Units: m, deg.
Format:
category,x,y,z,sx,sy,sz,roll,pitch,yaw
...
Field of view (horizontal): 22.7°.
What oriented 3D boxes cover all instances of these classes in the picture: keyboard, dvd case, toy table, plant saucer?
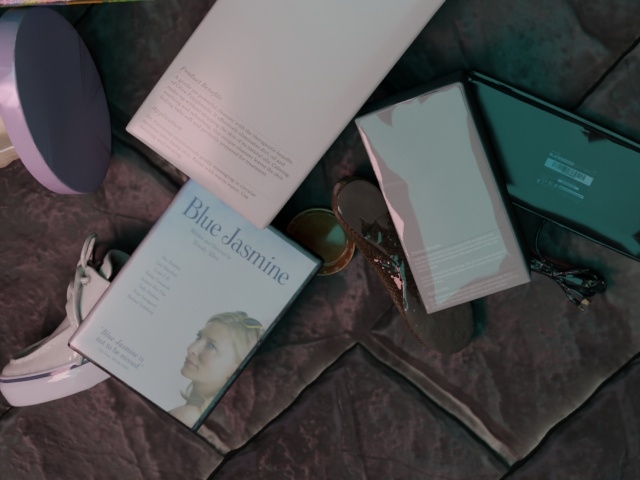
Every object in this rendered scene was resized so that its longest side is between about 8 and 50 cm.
category,x,y,z,sx,sy,sz,roll,pitch,yaw
keyboard,0.262,-0.046,1.795,0.317,0.033,0.201,25,107,1
dvd case,-0.140,0.070,1.795,0.180,0.022,0.253,36,98,-7
toy table,-0.351,-0.151,1.756,0.161,0.252,0.274,-1,144,15
plant saucer,0.000,0.000,1.863,0.084,0.013,0.083,3,111,9

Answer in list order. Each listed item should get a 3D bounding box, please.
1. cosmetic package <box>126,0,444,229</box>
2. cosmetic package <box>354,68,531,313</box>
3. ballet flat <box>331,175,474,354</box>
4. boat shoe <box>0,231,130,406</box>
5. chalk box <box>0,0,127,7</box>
category,x,y,z,sx,sy,sz,roll,pitch,yaw
cosmetic package,-0.021,-0.218,1.712,0.197,0.155,0.365,38,110,-6
cosmetic package,0.137,-0.054,1.742,0.127,0.107,0.238,-17,100,12
ballet flat,0.093,0.027,1.840,0.084,0.058,0.250,-40,106,-7
boat shoe,-0.238,0.060,1.860,0.367,0.136,0.156,-25,104,14
chalk box,-0.244,-0.350,1.686,0.289,0.179,0.180,-2,109,4
